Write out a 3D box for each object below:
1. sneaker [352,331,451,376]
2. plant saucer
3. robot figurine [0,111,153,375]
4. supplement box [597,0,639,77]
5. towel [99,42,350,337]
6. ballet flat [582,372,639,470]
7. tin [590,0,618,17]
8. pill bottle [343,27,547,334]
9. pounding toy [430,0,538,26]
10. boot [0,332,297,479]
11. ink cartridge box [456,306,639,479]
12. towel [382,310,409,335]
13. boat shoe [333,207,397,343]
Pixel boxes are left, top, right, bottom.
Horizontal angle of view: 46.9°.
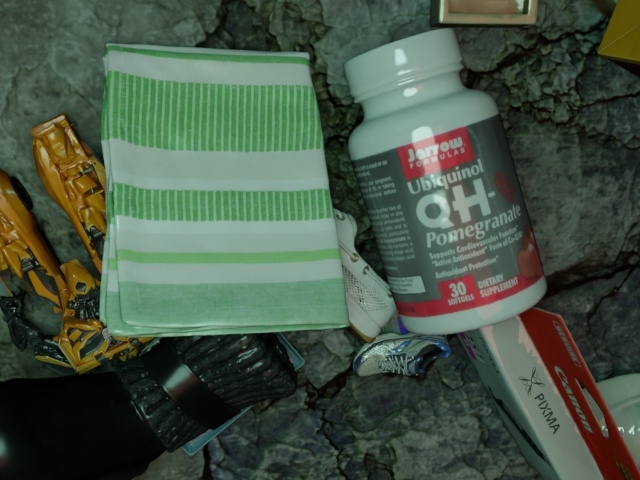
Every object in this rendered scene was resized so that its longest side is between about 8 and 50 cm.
[{"bbox_3d":[0.108,0.150,0.965,0.135,0.058,0.052,-20,129,-6],"label":"sneaker"},{"bbox_3d":[-0.114,0.191,0.946,0.192,0.018,0.067,-39,111,-1],"label":"plant saucer"},{"bbox_3d":[-0.278,0.021,0.819,0.211,0.085,0.291,-27,110,-6],"label":"robot figurine"},{"bbox_3d":[0.472,-0.278,0.887,0.194,0.129,0.191,12,102,-39],"label":"supplement box"},{"bbox_3d":[-0.106,-0.062,0.778,0.248,0.038,0.324,-2,69,-16],"label":"towel"},{"bbox_3d":[0.498,0.258,1.069,0.401,0.139,0.139,-15,108,-10],"label":"ballet flat"},{"bbox_3d":[0.385,-0.374,0.918,0.106,0.040,0.189,-9,107,-8],"label":"tin"},{"bbox_3d":[0.134,-0.067,0.845,0.176,0.176,0.318,-19,97,-9],"label":"pill bottle"},{"bbox_3d":[0.198,-0.322,0.860,0.130,0.100,0.141,1,102,-1],"label":"pounding toy"},{"bbox_3d":[-0.184,0.156,0.762,0.260,0.348,0.131,-29,75,8],"label":"boot"},{"bbox_3d":[0.272,0.197,0.908,0.060,0.239,0.275,-30,99,-6],"label":"ink cartridge box"},{"bbox_3d":[0.121,0.097,0.987,0.083,0.009,0.060,-13,109,-11],"label":"towel"},{"bbox_3d":[0.000,0.000,0.888,0.096,0.098,0.277,-44,113,-10],"label":"boat shoe"}]
